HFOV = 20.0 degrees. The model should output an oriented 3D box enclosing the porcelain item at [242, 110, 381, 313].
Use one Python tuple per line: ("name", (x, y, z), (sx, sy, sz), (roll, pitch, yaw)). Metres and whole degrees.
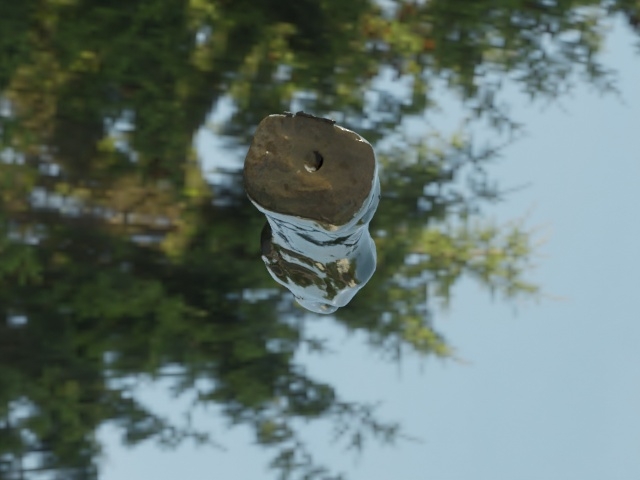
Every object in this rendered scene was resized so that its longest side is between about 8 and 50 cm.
("porcelain item", (0.000, 0.000, 1.156), (0.081, 0.215, 0.069), (15, -113, 9))
